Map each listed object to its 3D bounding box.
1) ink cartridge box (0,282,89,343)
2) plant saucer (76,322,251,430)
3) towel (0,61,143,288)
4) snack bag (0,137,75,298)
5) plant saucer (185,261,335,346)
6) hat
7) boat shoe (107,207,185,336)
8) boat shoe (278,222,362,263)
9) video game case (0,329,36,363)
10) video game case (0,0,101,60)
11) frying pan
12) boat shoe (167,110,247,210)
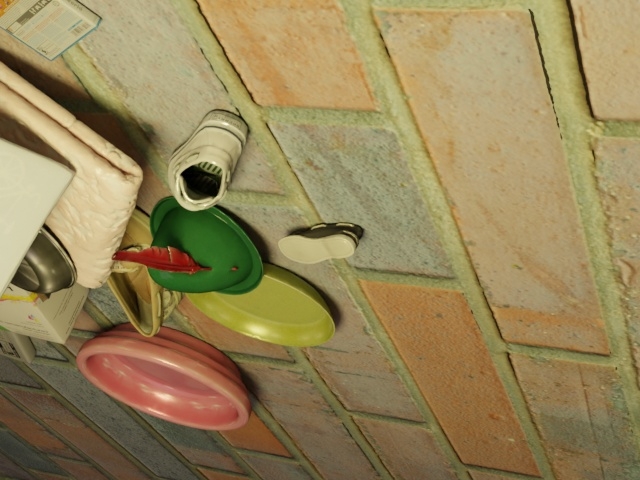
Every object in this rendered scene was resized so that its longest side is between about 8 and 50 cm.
[{"bbox_3d":[-0.516,0.038,1.787,0.201,0.117,0.278,11,152,15],"label":"ink cartridge box"},{"bbox_3d":[-0.277,0.244,2.058,0.332,0.084,0.332,15,152,8],"label":"plant saucer"},{"bbox_3d":[-0.381,-0.093,1.434,0.317,0.053,0.332,36,151,0],"label":"towel"},{"bbox_3d":[-0.488,-0.024,1.265,0.343,0.323,0.037,23,-162,-31],"label":"snack bag"},{"bbox_3d":[-0.088,0.088,1.693,0.241,0.037,0.241,15,152,8],"label":"plant saucer"},{"bbox_3d":[-0.201,0.056,1.507,0.173,0.183,0.208,-24,116,45],"label":"hat"},{"bbox_3d":[-0.277,0.039,1.659,0.105,0.089,0.285,8,148,24],"label":"boat shoe"},{"bbox_3d":[0.000,0.000,1.470,0.125,0.038,0.046,-9,123,41],"label":"boat shoe"},{"bbox_3d":[-0.724,0.127,2.182,0.300,0.036,0.329,16,154,6],"label":"video game case"},{"bbox_3d":[-0.333,-0.263,1.216,0.166,0.015,0.119,34,150,-27],"label":"video game case"},{"bbox_3d":[-0.473,-0.031,1.532,0.326,0.053,0.197,36,151,-3],"label":"frying pan"},{"bbox_3d":[-0.151,-0.079,1.376,0.083,0.075,0.226,22,153,-5],"label":"boat shoe"}]
